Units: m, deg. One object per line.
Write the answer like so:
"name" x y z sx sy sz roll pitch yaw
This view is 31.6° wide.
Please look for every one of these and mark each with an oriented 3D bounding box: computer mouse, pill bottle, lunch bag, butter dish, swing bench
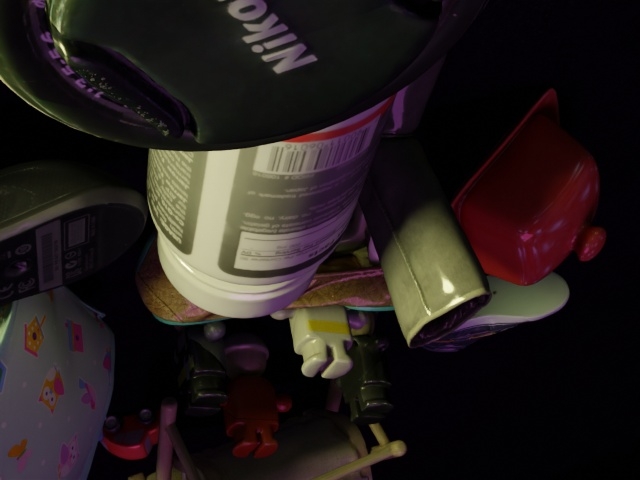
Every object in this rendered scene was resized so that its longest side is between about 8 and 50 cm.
"computer mouse" -0.261 -0.002 0.835 0.272 0.072 0.188 -19 153 -28
"pill bottle" -0.043 -0.068 0.818 0.161 0.161 0.283 -6 151 -15
"lunch bag" -0.292 0.142 0.984 0.160 0.262 0.223 13 158 25
"butter dish" 0.199 -0.023 1.006 0.160 0.118 0.160 -47 151 -15
"swing bench" -0.072 0.277 1.378 0.253 0.165 0.255 -16 154 -28

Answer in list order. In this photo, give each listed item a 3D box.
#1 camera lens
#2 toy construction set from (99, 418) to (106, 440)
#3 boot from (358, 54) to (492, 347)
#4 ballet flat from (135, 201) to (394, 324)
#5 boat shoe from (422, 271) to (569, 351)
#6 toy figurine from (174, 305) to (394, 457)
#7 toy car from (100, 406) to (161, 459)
"camera lens" -0.052 -0.192 0.469 0.219 0.274 0.219 -12 152 -6
"toy construction set" -0.406 0.237 1.218 0.327 0.151 0.215 -22 174 37
"boot" 0.077 -0.045 0.866 0.076 0.209 0.190 -5 150 -20
"ballet flat" 0.000 0.000 1.046 0.342 0.116 0.124 -4 131 -12
"boat shoe" 0.196 0.081 1.316 0.183 0.065 0.083 -11 155 5
"toy figurine" -0.041 0.113 1.178 0.213 0.148 0.209 -20 146 14
"toy car" -0.323 0.276 1.421 0.239 0.053 0.225 6 145 -33
